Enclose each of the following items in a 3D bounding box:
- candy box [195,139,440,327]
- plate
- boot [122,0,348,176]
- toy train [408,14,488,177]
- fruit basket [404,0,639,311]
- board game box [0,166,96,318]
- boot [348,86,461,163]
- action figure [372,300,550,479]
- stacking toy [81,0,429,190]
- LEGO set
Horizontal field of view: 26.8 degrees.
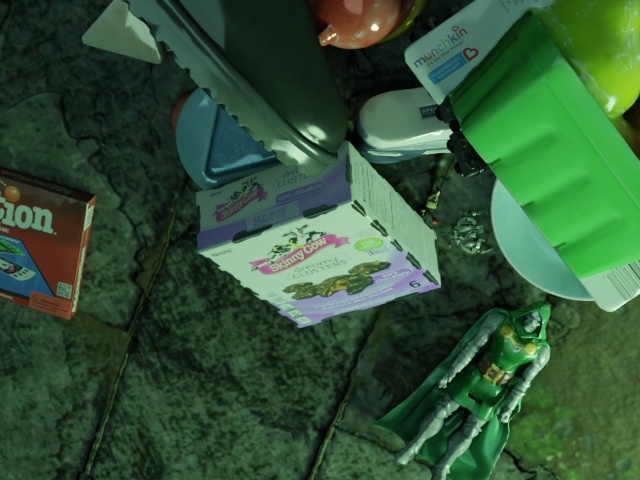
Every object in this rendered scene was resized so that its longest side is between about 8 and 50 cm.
[{"bbox_3d":[0.000,0.000,1.289,0.165,0.070,0.196,-18,148,23],"label":"candy box"},{"bbox_3d":[0.260,-0.031,1.307,0.188,0.024,0.188,4,113,10],"label":"plate"},{"bbox_3d":[0.035,-0.313,1.060,0.445,0.146,0.367,-41,113,8],"label":"boot"},{"bbox_3d":[0.120,-0.134,1.230,0.027,0.036,0.158,-30,77,59],"label":"toy train"},{"bbox_3d":[0.302,-0.148,1.155,0.353,0.165,0.327,-39,113,9],"label":"fruit basket"},{"bbox_3d":[-0.390,-0.020,1.456,0.281,0.027,0.145,16,113,6],"label":"board game box"},{"bbox_3d":[0.121,-0.116,1.287,0.190,0.086,0.069,-5,78,-10],"label":"boot"},{"bbox_3d":[0.165,0.152,1.386,0.137,0.063,0.232,33,111,2],"label":"action figure"},{"bbox_3d":[-0.081,-0.199,1.257,0.279,0.130,0.309,34,115,-3],"label":"stacking toy"},{"bbox_3d":[0.137,-0.013,1.342,0.083,0.023,0.054,23,115,3],"label":"LEGO set"}]
